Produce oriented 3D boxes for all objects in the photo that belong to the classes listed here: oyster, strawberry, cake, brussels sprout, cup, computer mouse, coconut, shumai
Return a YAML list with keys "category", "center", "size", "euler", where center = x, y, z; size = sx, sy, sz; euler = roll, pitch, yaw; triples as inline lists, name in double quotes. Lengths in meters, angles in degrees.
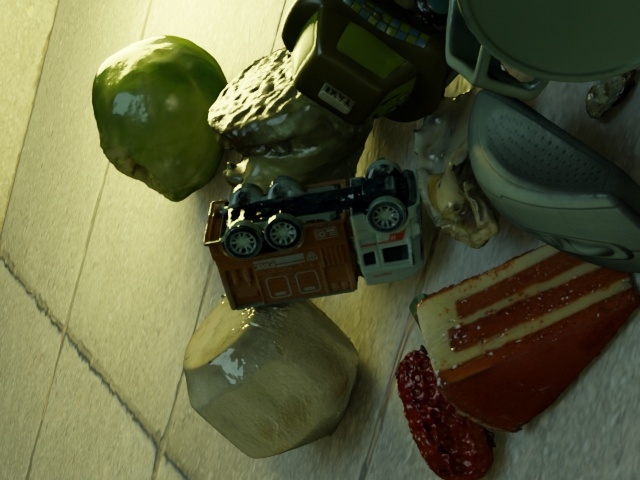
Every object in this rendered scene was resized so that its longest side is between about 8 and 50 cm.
- category: "oyster"
  center: [0.354, -0.182, 1.592]
  size: [0.083, 0.019, 0.054]
  euler: [-51, 39, 42]
- category: "strawberry"
  center: [0.145, 0.235, 1.687]
  size: [0.188, 0.082, 0.121]
  euler: [58, 151, 0]
- category: "cake"
  center: [0.231, 0.088, 1.576]
  size: [0.262, 0.160, 0.158]
  euler: [-55, 35, 33]
- category: "brussels sprout"
  center: [-0.309, -0.235, 2.485]
  size: [0.344, 0.268, 0.344]
  euler: [-175, 90, -66]
- category: "cup"
  center: [0.271, -0.347, 1.454]
  size: [0.392, 0.310, 0.401]
  euler: [-87, -14, -52]
- category: "computer mouse"
  center: [0.279, -0.053, 1.503]
  size: [0.122, 0.188, 0.371]
  euler: [-53, 37, 3]
- category: "coconut"
  center: [-0.064, 0.201, 1.979]
  size: [0.245, 0.247, 0.245]
  euler: [-39, 23, 20]
- category: "oyster"
  center: [0.200, -0.120, 1.754]
  size: [0.275, 0.100, 0.271]
  euler: [173, 107, -79]
- category: "shumai"
  center: [0.000, -0.148, 2.042]
  size: [0.292, 0.288, 0.330]
  euler: [-22, 26, 25]

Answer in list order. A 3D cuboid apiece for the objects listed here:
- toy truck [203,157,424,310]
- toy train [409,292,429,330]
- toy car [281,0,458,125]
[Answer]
- category: "toy truck"
  center: [0.000, 0.000, 1.866]
  size: [0.136, 0.305, 0.162]
  euler: [-89, -13, -59]
- category: "toy train"
  center: [0.172, 0.132, 1.747]
  size: [0.038, 0.071, 0.148]
  euler: [-60, 35, 30]
- category: "toy car"
  center: [0.059, -0.245, 1.756]
  size: [0.204, 0.248, 0.198]
  euler: [-47, 15, 55]
